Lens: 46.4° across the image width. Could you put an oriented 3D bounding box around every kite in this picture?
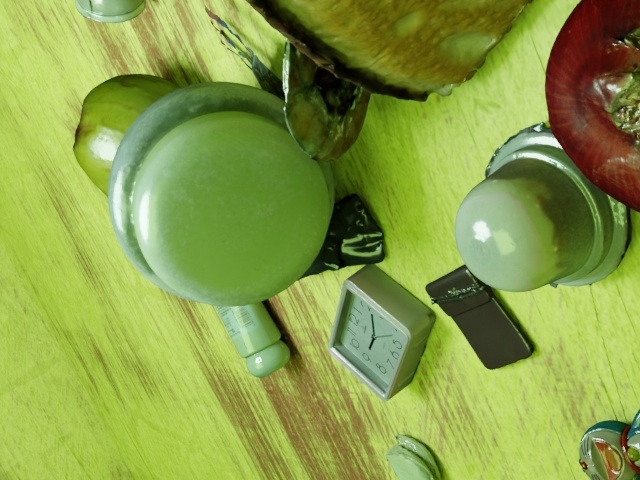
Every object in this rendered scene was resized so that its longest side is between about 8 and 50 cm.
[{"bbox_3d":[-0.097,-0.261,1.137,0.245,0.015,0.141,50,172,20],"label":"kite"}]

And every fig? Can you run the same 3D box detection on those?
[{"bbox_3d":[-0.290,-0.168,1.312,0.271,0.239,0.239,21,133,19],"label":"fig"}]

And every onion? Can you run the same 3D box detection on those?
[{"bbox_3d":[0.310,-0.128,0.675,0.248,0.161,0.248,57,165,25],"label":"onion"}]

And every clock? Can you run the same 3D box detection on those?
[{"bbox_3d":[0.095,0.154,1.223,0.150,0.063,0.197,40,141,25],"label":"clock"}]

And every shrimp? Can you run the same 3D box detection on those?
[{"bbox_3d":[0.015,-0.258,0.866,0.071,0.233,0.364,14,129,21],"label":"shrimp"}]

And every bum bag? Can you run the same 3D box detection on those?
[{"bbox_3d":[0.000,0.000,1.222,0.248,0.060,0.123,-14,101,52],"label":"bum bag"},{"bbox_3d":[0.225,0.112,1.064,0.159,0.026,0.109,55,145,4],"label":"bum bag"}]

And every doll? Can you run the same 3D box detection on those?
[{"bbox_3d":[0.388,0.265,0.936,0.152,0.086,0.114,-31,67,46],"label":"doll"}]

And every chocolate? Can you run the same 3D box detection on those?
[{"bbox_3d":[0.236,-0.015,0.849,0.221,0.147,0.221,26,130,35],"label":"chocolate"}]

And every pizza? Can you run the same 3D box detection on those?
[{"bbox_3d":[0.062,-0.278,0.668,0.435,0.392,0.080,-54,48,49],"label":"pizza"}]

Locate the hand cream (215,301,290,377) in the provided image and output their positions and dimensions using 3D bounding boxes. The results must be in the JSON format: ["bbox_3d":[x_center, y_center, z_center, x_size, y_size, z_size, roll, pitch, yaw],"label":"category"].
[{"bbox_3d":[-0.169,0.130,1.504,0.147,0.093,0.305,-31,90,54],"label":"hand cream"}]

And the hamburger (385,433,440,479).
[{"bbox_3d":[0.175,0.410,1.337,0.084,0.054,0.121,2,121,45],"label":"hamburger"}]

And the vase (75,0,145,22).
[{"bbox_3d":[-0.341,-0.509,1.172,0.173,0.173,0.321,42,149,22],"label":"vase"}]

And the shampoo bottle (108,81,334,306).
[{"bbox_3d":[-0.145,-0.071,1.098,0.317,0.323,0.322,-129,21,-67],"label":"shampoo bottle"}]
